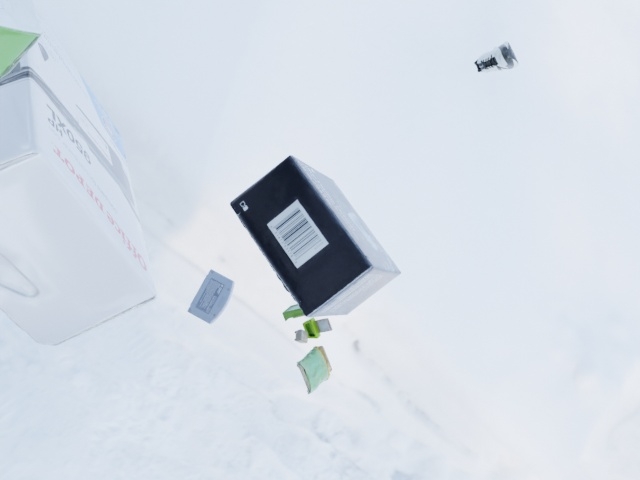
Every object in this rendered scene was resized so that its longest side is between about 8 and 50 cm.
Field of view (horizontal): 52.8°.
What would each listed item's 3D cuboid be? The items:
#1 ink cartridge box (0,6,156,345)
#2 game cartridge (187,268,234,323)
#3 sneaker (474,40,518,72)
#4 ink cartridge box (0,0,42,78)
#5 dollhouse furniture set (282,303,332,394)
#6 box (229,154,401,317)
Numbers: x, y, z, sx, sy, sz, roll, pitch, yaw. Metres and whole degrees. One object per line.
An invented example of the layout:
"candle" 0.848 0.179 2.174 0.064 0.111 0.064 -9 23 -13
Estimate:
"ink cartridge box" -0.383 -0.101 0.873 0.285 0.166 0.395 67 -3 -49
"game cartridge" -0.183 0.097 1.093 0.056 0.017 0.083 27 83 16
"sneaker" 0.256 -0.261 0.941 0.109 0.044 0.040 -82 147 -81
"ink cartridge box" -0.279 -0.168 0.363 0.209 0.062 0.108 -4 71 -56
"dollhouse furniture set" -0.007 0.177 1.094 0.076 0.059 0.151 -33 105 -59
"box" 0.000 0.000 0.746 0.156 0.093 0.158 55 11 15
